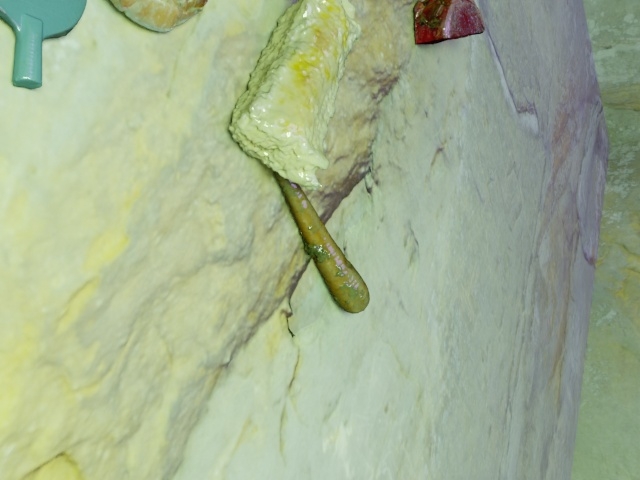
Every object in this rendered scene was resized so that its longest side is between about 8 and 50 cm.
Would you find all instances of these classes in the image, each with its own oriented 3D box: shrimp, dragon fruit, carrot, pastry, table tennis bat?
[{"bbox_3d":[-0.138,-0.296,0.620,0.251,0.052,0.144,-49,138,-41],"label":"shrimp"},{"bbox_3d":[0.225,-0.409,1.151,0.147,0.102,0.096,-28,107,-50],"label":"dragon fruit"},{"bbox_3d":[0.000,0.000,0.801,0.254,0.049,0.049,60,41,-28],"label":"carrot"},{"bbox_3d":[-0.024,-0.194,0.740,0.121,0.089,0.258,41,53,-44],"label":"pastry"},{"bbox_3d":[-0.225,-0.195,0.493,0.100,0.019,0.155,7,79,-58],"label":"table tennis bat"}]
